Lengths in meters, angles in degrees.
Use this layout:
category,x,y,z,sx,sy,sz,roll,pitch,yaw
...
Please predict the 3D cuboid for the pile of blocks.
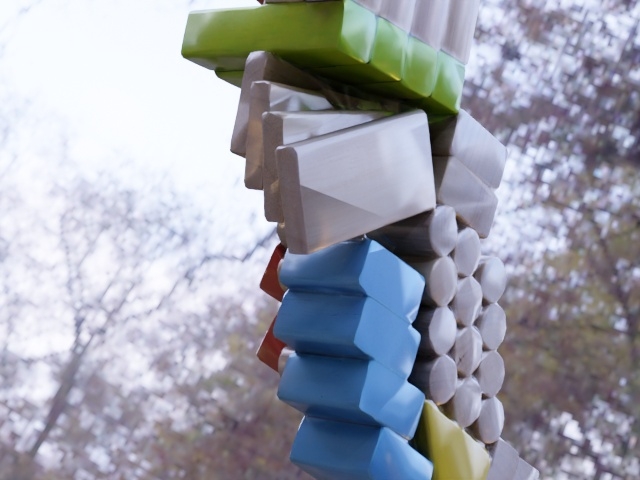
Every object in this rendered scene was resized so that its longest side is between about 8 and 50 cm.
category,x,y,z,sx,sy,sz,roll,pitch,yaw
pile of blocks,0.000,0.000,0.632,0.112,0.149,0.362,2,-78,40
